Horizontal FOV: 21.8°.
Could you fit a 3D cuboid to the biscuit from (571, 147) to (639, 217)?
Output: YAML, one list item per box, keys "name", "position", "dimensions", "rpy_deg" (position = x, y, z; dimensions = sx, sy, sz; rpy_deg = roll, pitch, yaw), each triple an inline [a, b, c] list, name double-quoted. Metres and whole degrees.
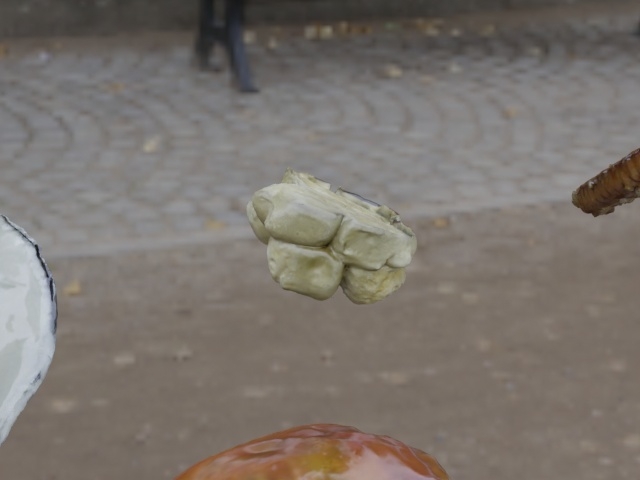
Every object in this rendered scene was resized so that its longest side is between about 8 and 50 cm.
- name: "biscuit"
  position: [0.330, -0.103, 1.299]
  dimensions: [0.305, 0.038, 0.305]
  rpy_deg: [-32, -3, -2]

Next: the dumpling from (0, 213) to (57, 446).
- name: "dumpling"
  position: [-0.272, 0.076, 1.323]
  dimensions: [0.142, 0.172, 0.247]
  rpy_deg: [28, 35, -43]

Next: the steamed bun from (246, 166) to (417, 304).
- name: "steamed bun"
  position: [0.000, 0.000, 1.801]
  dimensions: [0.192, 0.106, 0.177]
  rpy_deg: [18, 12, -25]

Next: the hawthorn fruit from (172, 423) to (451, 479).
- name: "hawthorn fruit"
  position: [0.009, 0.427, 1.911]
  dimensions: [0.471, 0.472, 0.472]
  rpy_deg: [1, 17, 0]
